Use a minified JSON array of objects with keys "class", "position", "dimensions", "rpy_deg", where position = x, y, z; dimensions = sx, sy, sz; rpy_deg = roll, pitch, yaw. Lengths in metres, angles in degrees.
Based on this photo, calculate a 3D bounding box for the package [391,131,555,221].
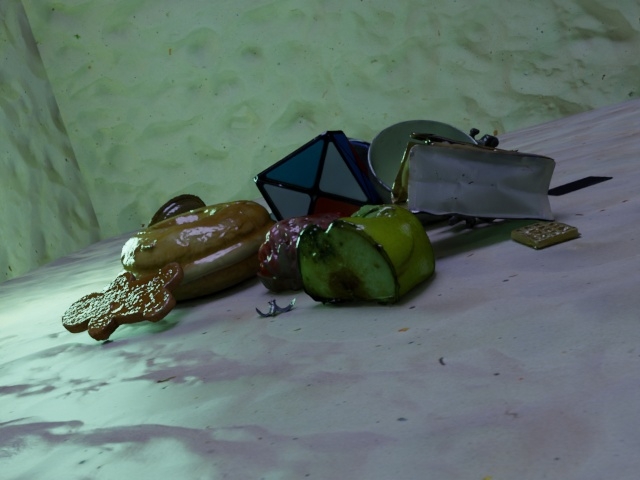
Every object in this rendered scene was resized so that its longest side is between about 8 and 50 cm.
[{"class":"package","position":[0.326,-0.135,1.503],"dimensions":[0.311,0.165,0.221],"rpy_deg":[5,9,-4]}]

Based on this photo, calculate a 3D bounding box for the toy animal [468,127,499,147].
[{"class":"toy animal","position":[0.537,-0.296,2.416],"dimensions":[0.106,0.168,0.343],"rpy_deg":[28,28,22]}]

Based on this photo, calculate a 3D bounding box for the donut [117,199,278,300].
[{"class":"donut","position":[-0.317,0.028,1.852],"dimensions":[0.449,0.198,0.449],"rpy_deg":[-17,12,4]}]

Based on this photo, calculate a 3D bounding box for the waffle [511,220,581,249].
[{"class":"waffle","position":[0.428,-0.013,1.351],"dimensions":[0.092,0.021,0.135],"rpy_deg":[-18,10,-2]}]

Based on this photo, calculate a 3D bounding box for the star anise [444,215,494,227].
[{"class":"star anise","position":[0.350,-0.090,1.681],"dimensions":[0.205,0.061,0.180],"rpy_deg":[-17,49,-11]}]

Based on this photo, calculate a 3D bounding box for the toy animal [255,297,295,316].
[{"class":"toy animal","position":[-0.091,0.130,1.372],"dimensions":[0.084,0.028,0.050],"rpy_deg":[-15,1,11]}]

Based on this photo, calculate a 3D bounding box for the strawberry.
[{"class":"strawberry","position":[0.000,0.000,1.619],"dimensions":[0.265,0.149,0.336],"rpy_deg":[-12,9,35]}]

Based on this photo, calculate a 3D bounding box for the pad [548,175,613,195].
[{"class":"pad","position":[0.639,-0.138,1.774],"dimensions":[0.157,0.003,0.112],"rpy_deg":[-18,10,-9]}]

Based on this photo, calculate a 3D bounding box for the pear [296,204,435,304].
[{"class":"pear","position":[0.118,0.011,1.330],"dimensions":[0.255,0.164,0.238],"rpy_deg":[-21,10,-41]}]

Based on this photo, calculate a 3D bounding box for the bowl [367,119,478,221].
[{"class":"bowl","position":[0.276,-0.168,1.873],"dimensions":[0.307,0.163,0.307],"rpy_deg":[-2,51,2]}]

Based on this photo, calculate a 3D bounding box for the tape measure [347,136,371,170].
[{"class":"tape measure","position":[0.096,-0.198,2.241],"dimensions":[0.262,0.259,0.138],"rpy_deg":[11,17,2]}]

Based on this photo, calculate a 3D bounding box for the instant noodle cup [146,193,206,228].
[{"class":"instant noodle cup","position":[-0.418,-0.005,2.197],"dimensions":[0.091,0.274,0.274],"rpy_deg":[26,33,31]}]

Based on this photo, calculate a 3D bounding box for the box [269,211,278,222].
[{"class":"box","position":[-0.094,-0.126,2.297],"dimensions":[0.048,0.265,0.273],"rpy_deg":[31,19,7]}]

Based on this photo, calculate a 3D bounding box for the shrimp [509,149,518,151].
[{"class":"shrimp","position":[0.583,-0.226,2.191],"dimensions":[0.233,0.071,0.365],"rpy_deg":[-5,18,37]}]

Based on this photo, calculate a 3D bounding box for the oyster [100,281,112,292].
[{"class":"oyster","position":[-0.598,0.144,2.091],"dimensions":[0.108,0.053,0.166],"rpy_deg":[5,6,11]}]

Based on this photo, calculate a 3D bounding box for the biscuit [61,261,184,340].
[{"class":"biscuit","position":[-0.457,0.148,1.623],"dimensions":[0.324,0.049,0.205],"rpy_deg":[-16,35,17]}]

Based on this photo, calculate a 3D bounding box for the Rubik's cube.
[{"class":"Rubik's cube","position":[0.004,-0.135,1.916],"dimensions":[0.250,0.246,0.248],"rpy_deg":[-31,1,12]}]
